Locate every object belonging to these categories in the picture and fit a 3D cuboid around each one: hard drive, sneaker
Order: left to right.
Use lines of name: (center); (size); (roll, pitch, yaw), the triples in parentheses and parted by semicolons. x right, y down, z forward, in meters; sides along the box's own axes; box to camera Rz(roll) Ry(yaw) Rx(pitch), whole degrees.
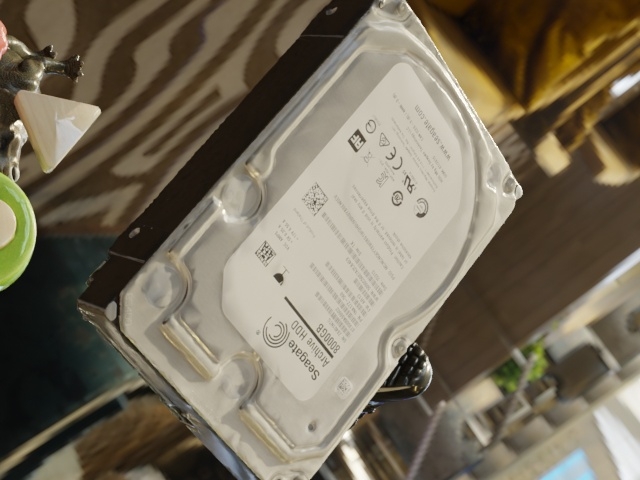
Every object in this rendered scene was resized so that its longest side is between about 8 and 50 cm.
hard drive: (0.000, 0.000, 0.962); (0.064, 0.237, 0.339); (13, -124, 51)
sneaker: (0.035, 0.192, 1.646); (0.283, 0.124, 0.107); (-3, -142, 38)

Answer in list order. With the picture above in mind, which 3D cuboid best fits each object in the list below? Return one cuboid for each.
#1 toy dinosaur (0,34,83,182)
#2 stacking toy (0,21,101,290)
toy dinosaur: (-0.384, -0.197, 1.466); (0.160, 0.313, 0.121); (4, 127, -46)
stacking toy: (-0.359, -0.109, 1.173); (0.130, 0.279, 0.309); (-33, -150, 63)
